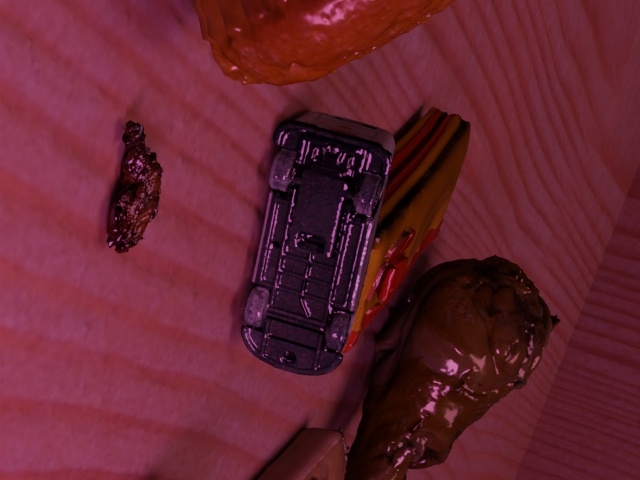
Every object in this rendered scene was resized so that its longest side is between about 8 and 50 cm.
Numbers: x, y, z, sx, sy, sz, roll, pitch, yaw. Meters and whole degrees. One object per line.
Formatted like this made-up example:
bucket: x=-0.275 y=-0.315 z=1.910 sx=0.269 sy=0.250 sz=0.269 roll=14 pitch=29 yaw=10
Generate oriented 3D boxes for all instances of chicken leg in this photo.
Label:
chicken leg: x=0.089 y=0.186 z=1.534 sx=0.429 sy=0.152 sz=0.201 roll=-55 pitch=167 yaw=-19
chicken leg: x=-0.106 y=-0.031 z=0.879 sx=0.036 sy=0.021 sz=0.083 roll=-22 pitch=131 yaw=-55

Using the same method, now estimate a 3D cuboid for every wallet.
wallet: x=0.065 y=-0.008 z=1.353 sx=0.241 sy=0.067 sz=0.141 roll=-48 pitch=154 yaw=-51

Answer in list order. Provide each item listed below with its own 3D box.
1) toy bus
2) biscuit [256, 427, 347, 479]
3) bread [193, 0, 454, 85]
toy bus: x=0.000 y=0.000 z=1.135 sx=0.089 sy=0.087 sz=0.194 roll=-56 pitch=159 yaw=-65
biscuit: x=-0.030 y=0.224 z=1.353 sx=0.188 sy=0.052 sz=0.056 roll=-41 pitch=135 yaw=-59
bread: x=0.027 y=-0.183 z=0.823 sx=0.240 sy=0.139 sz=0.240 roll=-34 pitch=-167 yaw=9
